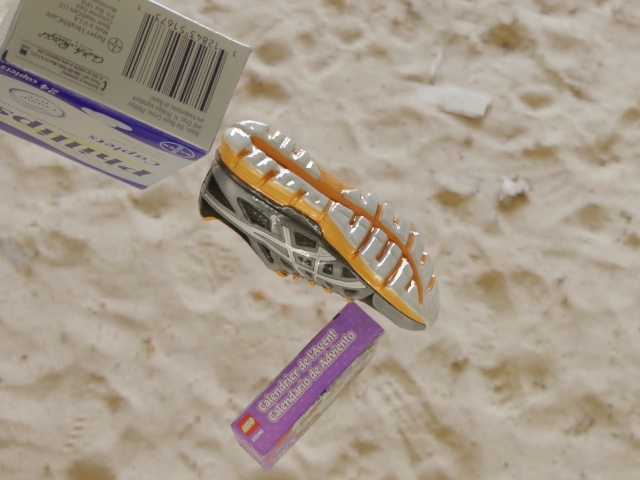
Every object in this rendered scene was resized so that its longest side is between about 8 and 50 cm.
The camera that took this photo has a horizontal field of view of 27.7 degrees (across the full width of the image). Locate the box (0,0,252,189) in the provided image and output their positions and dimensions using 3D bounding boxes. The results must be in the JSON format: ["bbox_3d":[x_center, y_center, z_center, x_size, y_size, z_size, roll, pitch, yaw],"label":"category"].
[{"bbox_3d":[-0.128,-0.092,0.755,0.126,0.137,0.072,24,75,-18],"label":"box"}]

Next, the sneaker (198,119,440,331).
[{"bbox_3d":[0.000,0.000,0.994,0.215,0.083,0.084,40,33,-1],"label":"sneaker"}]

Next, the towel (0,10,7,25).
[{"bbox_3d":[-0.479,-0.275,1.830,0.248,0.038,0.325,16,20,22],"label":"towel"}]

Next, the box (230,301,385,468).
[{"bbox_3d":[-0.017,0.185,1.589,0.057,0.293,0.201,42,79,8],"label":"box"}]
